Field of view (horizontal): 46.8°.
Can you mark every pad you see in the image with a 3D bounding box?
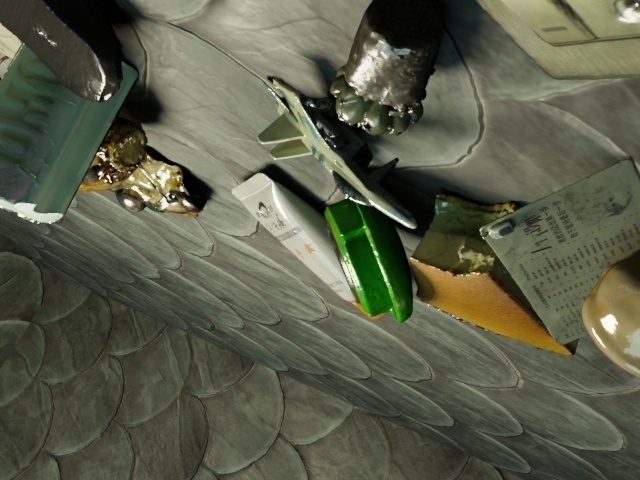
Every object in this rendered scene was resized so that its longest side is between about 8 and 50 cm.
[{"bbox_3d":[0.293,0.028,0.801,0.159,0.009,0.265,-27,134,19],"label":"pad"}]

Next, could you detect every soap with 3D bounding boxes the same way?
[{"bbox_3d":[-0.373,-0.162,1.006,0.150,0.261,0.094,21,169,16],"label":"soap"}]

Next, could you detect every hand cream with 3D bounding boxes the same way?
[{"bbox_3d":[0.000,0.000,1.189,0.314,0.089,0.140,40,156,-12],"label":"hand cream"}]

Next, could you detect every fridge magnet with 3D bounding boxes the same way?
[{"bbox_3d":[0.066,0.015,0.995,0.208,0.088,0.208,-21,-90,-90],"label":"fridge magnet"}]

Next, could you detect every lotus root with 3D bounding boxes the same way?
[{"bbox_3d":[-0.384,-0.161,1.154,0.314,0.169,0.141,22,126,31],"label":"lotus root"}]

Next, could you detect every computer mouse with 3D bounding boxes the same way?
[{"bbox_3d":[-0.319,-0.271,0.909,0.217,0.073,0.122,46,138,-13],"label":"computer mouse"}]

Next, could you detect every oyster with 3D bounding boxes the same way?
[{"bbox_3d":[-0.377,-0.132,1.343,0.361,0.096,0.221,32,154,-19],"label":"oyster"}]

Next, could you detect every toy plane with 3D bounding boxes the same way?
[{"bbox_3d":[0.029,-0.098,0.848,0.262,0.088,0.192,33,169,33],"label":"toy plane"}]

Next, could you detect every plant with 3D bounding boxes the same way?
[{"bbox_3d":[0.062,-0.159,0.676,0.092,0.094,0.143,14,150,-3],"label":"plant"}]

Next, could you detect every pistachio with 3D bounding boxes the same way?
[{"bbox_3d":[0.389,0.072,0.746,0.238,0.153,0.138,-6,166,5],"label":"pistachio"}]

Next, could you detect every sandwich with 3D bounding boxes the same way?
[{"bbox_3d":[0.231,0.042,0.921,0.220,0.108,0.186,21,160,19],"label":"sandwich"}]

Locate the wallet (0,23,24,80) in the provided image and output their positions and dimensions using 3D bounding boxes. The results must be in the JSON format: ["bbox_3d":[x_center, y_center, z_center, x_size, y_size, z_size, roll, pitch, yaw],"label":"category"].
[{"bbox_3d":[-0.545,-0.354,1.025,0.335,0.068,0.275,32,163,-7],"label":"wallet"}]

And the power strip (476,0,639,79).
[{"bbox_3d":[0.164,-0.197,0.424,0.257,0.092,0.251,37,168,-27],"label":"power strip"}]
